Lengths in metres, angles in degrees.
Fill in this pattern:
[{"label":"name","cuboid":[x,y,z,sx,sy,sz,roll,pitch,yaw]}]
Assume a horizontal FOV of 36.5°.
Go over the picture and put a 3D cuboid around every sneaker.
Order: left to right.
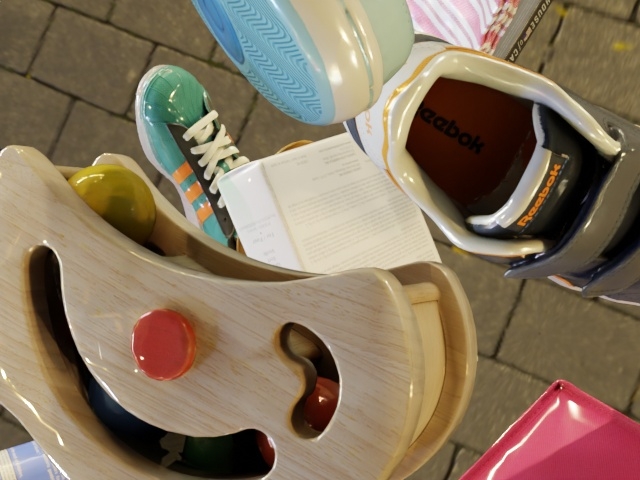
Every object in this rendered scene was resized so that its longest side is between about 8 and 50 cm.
[{"label":"sneaker","cuboid":[-0.118,-0.075,1.175,0.121,0.302,0.108,15,47,42]},{"label":"sneaker","cuboid":[0.011,-0.204,0.440,0.208,0.127,0.319,-25,59,-8]},{"label":"sneaker","cuboid":[0.160,-0.027,0.620,0.321,0.127,0.126,22,106,-12]}]

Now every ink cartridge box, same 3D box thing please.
[{"label":"ink cartridge box","cuboid":[0.030,0.027,0.788,0.056,0.181,0.225,-19,93,39]}]

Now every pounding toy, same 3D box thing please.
[{"label":"pounding toy","cuboid":[-0.044,0.053,0.368,0.269,0.155,0.154,39,107,20]}]

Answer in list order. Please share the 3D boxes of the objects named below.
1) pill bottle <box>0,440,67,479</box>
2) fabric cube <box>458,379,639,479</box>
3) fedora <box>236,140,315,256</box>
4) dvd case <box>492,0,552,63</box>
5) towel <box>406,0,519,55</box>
[{"label":"pill bottle","cuboid":[-0.351,0.345,1.365,0.272,0.152,0.152,-14,80,-23]},{"label":"fabric cube","cuboid":[0.219,0.315,0.717,0.254,0.258,0.259,-39,41,-18]},{"label":"fedora","cuboid":[0.000,0.000,0.945,0.079,0.194,0.194,12,87,35]},{"label":"dvd case","cuboid":[0.136,-0.268,1.122,0.238,0.029,0.179,29,84,35]},{"label":"towel","cuboid":[0.105,-0.214,0.919,0.029,0.197,0.144,-24,67,-29]}]
